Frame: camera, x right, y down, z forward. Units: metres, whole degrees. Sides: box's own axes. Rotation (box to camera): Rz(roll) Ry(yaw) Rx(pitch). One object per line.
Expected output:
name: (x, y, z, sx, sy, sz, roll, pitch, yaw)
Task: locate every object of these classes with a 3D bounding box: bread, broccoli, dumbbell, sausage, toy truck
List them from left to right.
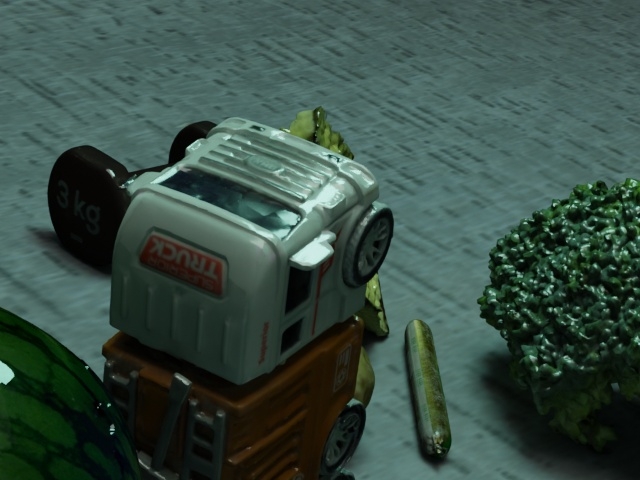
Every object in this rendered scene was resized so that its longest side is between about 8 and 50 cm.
dumbbell: (-0.191, -0.057, 1.968, 0.140, 0.124, 0.225, 30, 31, 36)
toy truck: (-0.076, 0.116, 1.340, 0.173, 0.388, 0.207, 21, 32, 24)
bread: (0.000, 0.000, 1.796, 0.141, 0.266, 0.178, -26, 61, 8)
sausage: (0.108, 0.147, 1.749, 0.032, 0.033, 0.269, 7, 25, -5)
broccoli: (0.340, 0.077, 1.707, 0.317, 0.338, 0.277, 28, 53, -10)

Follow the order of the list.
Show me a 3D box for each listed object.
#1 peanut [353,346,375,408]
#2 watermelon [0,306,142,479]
peanut: (-0.039, 0.099, 1.692, 0.111, 0.125, 0.274, 20, 12, -45)
watermelon: (-0.290, 0.192, 1.156, 0.363, 0.363, 0.363, 8, 25, -4)
